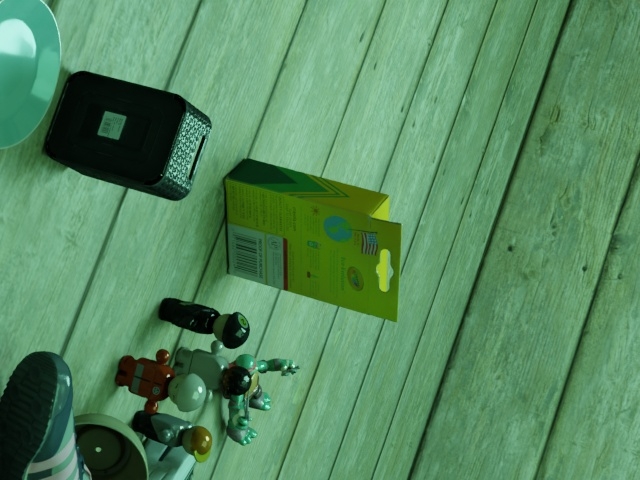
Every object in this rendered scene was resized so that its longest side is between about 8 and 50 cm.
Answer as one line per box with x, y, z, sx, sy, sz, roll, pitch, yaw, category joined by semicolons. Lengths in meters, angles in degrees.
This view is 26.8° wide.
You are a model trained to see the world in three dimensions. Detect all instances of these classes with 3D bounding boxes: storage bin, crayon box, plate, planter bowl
-0.245;-0.134;1.719;0.122;0.180;0.084;-72;159;-6;storage bin
0.000;0.000;2.226;0.081;0.318;0.202;-48;147;-48;crayon box
-0.369;-0.201;1.583;0.188;0.024;0.188;-50;149;-45;plate
-0.322;0.314;1.914;0.109;0.162;0.162;-100;-160;-75;planter bowl

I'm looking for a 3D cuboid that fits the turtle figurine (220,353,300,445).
-0.122;0.263;2.393;0.175;0.118;0.234;-43;161;-28;turtle figurine

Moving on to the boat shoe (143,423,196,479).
-0.272;0.420;2.123;0.335;0.121;0.119;-45;140;-54;boat shoe

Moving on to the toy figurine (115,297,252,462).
-0.202;0.217;2.118;0.213;0.148;0.210;-57;153;-38;toy figurine

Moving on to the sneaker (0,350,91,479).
-0.362;0.286;1.795;0.131;0.112;0.319;-4;118;-46;sneaker
